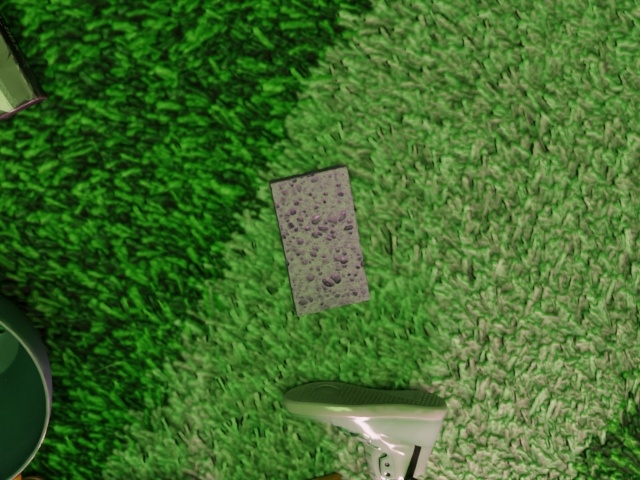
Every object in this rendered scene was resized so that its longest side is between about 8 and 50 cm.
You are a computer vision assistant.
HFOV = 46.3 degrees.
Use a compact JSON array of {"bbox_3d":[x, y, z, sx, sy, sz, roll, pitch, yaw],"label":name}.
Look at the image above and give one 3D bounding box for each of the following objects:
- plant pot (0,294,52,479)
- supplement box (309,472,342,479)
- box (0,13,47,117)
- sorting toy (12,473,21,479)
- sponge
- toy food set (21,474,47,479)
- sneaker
[{"bbox_3d":[-0.495,0.171,0.997,0.290,0.195,0.290,-3,108,-9],"label":"plant pot"},{"bbox_3d":[-0.009,0.583,1.155,0.195,0.194,0.356,-15,103,-4],"label":"supplement box"},{"bbox_3d":[-0.559,-0.227,0.974,0.307,0.076,0.242,-26,105,-2],"label":"box"},{"bbox_3d":[-0.556,0.333,1.062,0.275,0.132,0.046,-8,95,-6],"label":"sorting toy"},{"bbox_3d":[0.000,0.000,1.121,0.117,0.031,0.210,-12,103,-5],"label":"sponge"},{"bbox_3d":[-0.466,0.402,1.127,0.218,0.071,0.128,5,125,-7],"label":"toy food set"},{"bbox_3d":[0.061,0.307,1.161,0.256,0.094,0.151,8,103,-8],"label":"sneaker"}]
